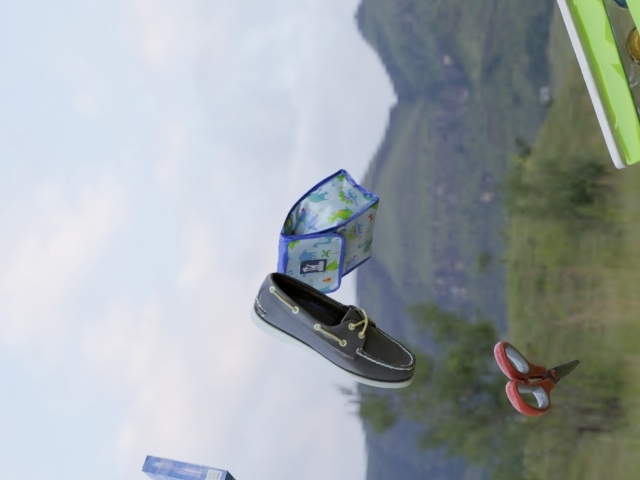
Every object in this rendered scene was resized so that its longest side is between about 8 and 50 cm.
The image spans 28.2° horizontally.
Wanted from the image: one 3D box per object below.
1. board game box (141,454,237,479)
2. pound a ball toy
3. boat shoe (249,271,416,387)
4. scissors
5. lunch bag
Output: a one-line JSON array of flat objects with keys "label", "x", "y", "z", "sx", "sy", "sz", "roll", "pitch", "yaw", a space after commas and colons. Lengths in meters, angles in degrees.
[{"label": "board game box", "x": -0.117, "y": 0.242, "z": 1.249, "sx": 0.090, "sy": 0.090, "sz": 0.020, "roll": 58, "pitch": -136, "yaw": -53}, {"label": "pound a ball toy", "x": 0.438, "y": -0.229, "z": 1.560, "sx": 0.136, "sy": 0.208, "sz": 0.319, "roll": -23, "pitch": -87, "yaw": -58}, {"label": "boat shoe", "x": 0.022, "y": 0.114, "z": 1.621, "sx": 0.081, "sy": 0.228, "sz": 0.068, "roll": -59, "pitch": -8, "yaw": -57}, {"label": "scissors", "x": 0.323, "y": 0.203, "z": 1.794, "sx": 0.297, "sy": 0.021, "sz": 0.109, "roll": 17, "pitch": -136, "yaw": -55}, {"label": "lunch bag", "x": 0.000, "y": 0.000, "z": 1.702, "sx": 0.151, "sy": 0.096, "sz": 0.128, "roll": -33, "pitch": -32, "yaw": -29}]
